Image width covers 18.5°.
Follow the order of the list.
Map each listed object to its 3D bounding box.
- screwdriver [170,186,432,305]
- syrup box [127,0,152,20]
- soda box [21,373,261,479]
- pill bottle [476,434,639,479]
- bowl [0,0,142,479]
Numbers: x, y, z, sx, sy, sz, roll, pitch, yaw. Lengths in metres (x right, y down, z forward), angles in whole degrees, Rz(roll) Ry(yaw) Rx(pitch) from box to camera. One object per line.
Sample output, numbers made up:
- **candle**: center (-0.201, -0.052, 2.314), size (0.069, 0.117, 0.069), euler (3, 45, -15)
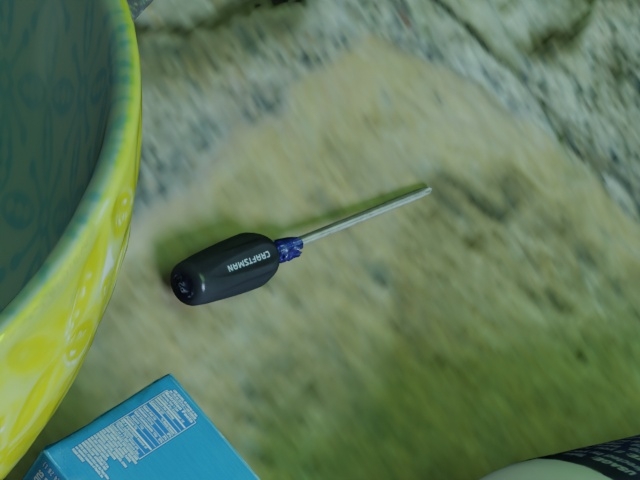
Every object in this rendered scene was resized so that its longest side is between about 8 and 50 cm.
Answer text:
- **screwdriver**: center (0.000, 0.000, 0.846), size (0.170, 0.024, 0.025), euler (-16, 57, -45)
- **syrup box**: center (-0.100, -0.130, 0.751), size (0.093, 0.096, 0.237), euler (51, 50, -16)
- **soda box**: center (-0.022, 0.154, 0.691), size (0.210, 0.071, 0.067), euler (49, 45, 11)
- **pill bottle**: center (0.133, 0.158, 0.816), size (0.265, 0.153, 0.153), euler (-5, 79, -42)
- **bowl**: center (-0.188, 0.018, 0.559), size (0.156, 0.289, 0.289), euler (87, 27, -47)
